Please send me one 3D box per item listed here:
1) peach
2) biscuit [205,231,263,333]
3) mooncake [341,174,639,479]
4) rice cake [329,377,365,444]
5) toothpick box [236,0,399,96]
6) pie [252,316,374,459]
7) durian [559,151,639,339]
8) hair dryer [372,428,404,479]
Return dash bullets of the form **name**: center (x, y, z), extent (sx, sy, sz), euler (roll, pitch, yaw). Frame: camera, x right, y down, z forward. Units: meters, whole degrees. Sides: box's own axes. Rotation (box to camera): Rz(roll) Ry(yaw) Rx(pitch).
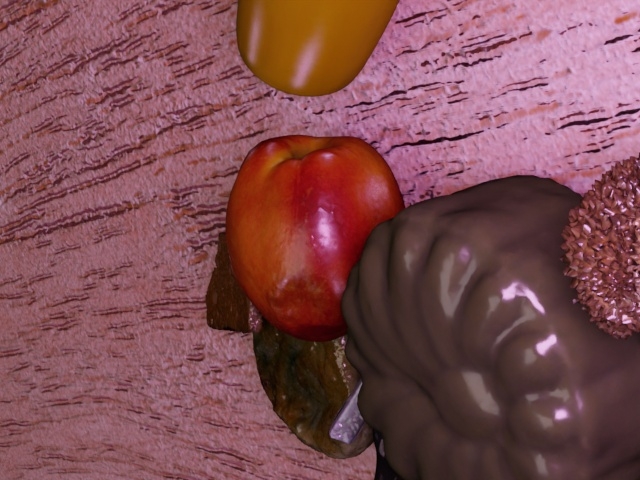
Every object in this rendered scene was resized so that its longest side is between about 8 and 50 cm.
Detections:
- **peach**: center (0.000, 0.000, 1.834), extent (0.243, 0.199, 0.243), euler (168, 90, -78)
- **biscuit**: center (-0.113, 0.053, 2.163), extent (0.237, 0.026, 0.131), euler (176, 93, -74)
- **mooncake**: center (0.179, 0.120, 1.648), extent (0.356, 0.194, 0.356), euler (37, 137, 44)
- **rice cake**: center (0.072, 0.138, 1.886), extent (0.034, 0.043, 0.211), euler (31, 107, 5)
- **toothpick box**: center (0.003, -0.276, 1.713), extent (0.175, 0.175, 0.271), euler (53, 147, 24)
- **pie**: center (-0.010, 0.135, 2.035), extent (0.277, 0.078, 0.277), euler (41, 140, 47)
- **durian**: center (0.307, 0.005, 1.438), extent (0.167, 0.196, 0.196), euler (-26, 86, 46)
- **hair dryer**: center (0.155, 0.298, 1.904), extent (0.271, 0.091, 0.235), euler (48, 152, 23)
